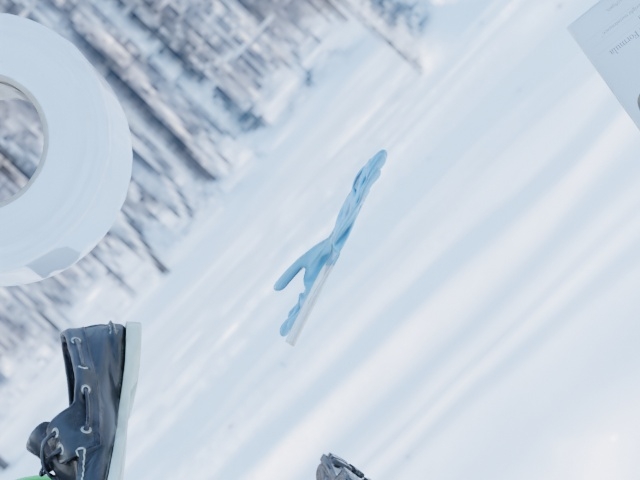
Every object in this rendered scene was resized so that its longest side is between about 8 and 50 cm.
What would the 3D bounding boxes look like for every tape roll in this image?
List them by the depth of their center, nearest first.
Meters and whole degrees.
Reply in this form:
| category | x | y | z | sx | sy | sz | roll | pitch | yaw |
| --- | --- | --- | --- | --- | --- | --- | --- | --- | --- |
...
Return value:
| category | x | y | z | sx | sy | sz | roll | pitch | yaw |
| --- | --- | --- | --- | --- | --- | --- | --- | --- | --- |
| tape roll | -0.351 | -0.095 | 1.490 | 0.286 | 0.286 | 0.100 | -47 | -10 | -2 |

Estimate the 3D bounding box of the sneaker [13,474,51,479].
| category | x | y | z | sx | sy | sz | roll | pitch | yaw |
| --- | --- | --- | --- | --- | --- | --- | --- | --- | --- |
| sneaker | -0.431 | 0.397 | 1.559 | 0.483 | 0.185 | 0.202 | -11 | 18 | -15 |

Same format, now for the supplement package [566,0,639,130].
| category | x | y | z | sx | sy | sz | roll | pitch | yaw |
| --- | --- | --- | --- | --- | --- | --- | --- | --- | --- |
| supplement package | 0.403 | -0.171 | 1.487 | 0.139 | 0.244 | 0.134 | -39 | -12 | 27 |

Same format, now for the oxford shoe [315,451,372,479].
| category | x | y | z | sx | sy | sz | roll | pitch | yaw |
| --- | --- | --- | --- | --- | --- | --- | --- | --- | --- |
| oxford shoe | 0.016 | 0.283 | 1.465 | 0.096 | 0.083 | 0.227 | -56 | 1 | -1 |

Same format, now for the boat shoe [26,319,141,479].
| category | x | y | z | sx | sy | sz | roll | pitch | yaw |
| --- | --- | --- | --- | --- | --- | --- | --- | --- | --- |
| boat shoe | -0.274 | 0.223 | 1.576 | 0.127 | 0.113 | 0.340 | 107 | 169 | -48 |

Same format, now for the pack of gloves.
| category | x | y | z | sx | sy | sz | roll | pitch | yaw |
| --- | --- | --- | --- | --- | --- | --- | --- | --- | --- |
| pack of gloves | 0.000 | 0.000 | 1.511 | 0.232 | 0.046 | 0.195 | -63 | 1 | -4 |
